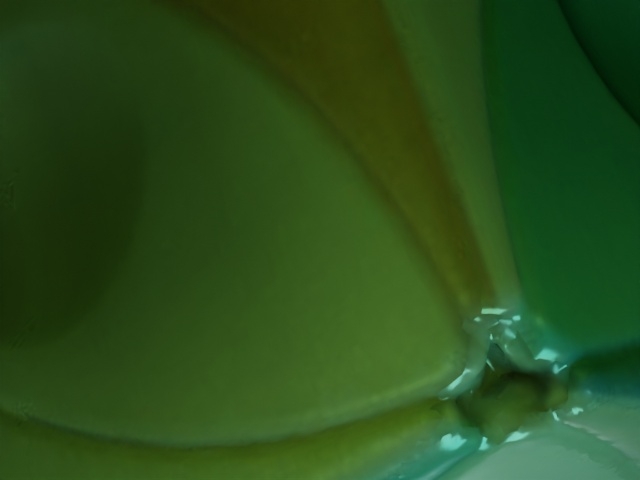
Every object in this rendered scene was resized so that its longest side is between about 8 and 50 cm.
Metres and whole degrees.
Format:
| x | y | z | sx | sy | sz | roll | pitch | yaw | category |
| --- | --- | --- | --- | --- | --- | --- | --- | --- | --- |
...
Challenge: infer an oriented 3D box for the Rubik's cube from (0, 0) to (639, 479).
| x | y | z | sx | sy | sz | roll | pitch | yaw | category |
| --- | --- | --- | --- | --- | --- | --- | --- | --- | --- |
| 0.000 | 0.000 | 0.790 | 0.352 | 0.347 | 0.351 | -31 | 155 | 29 | Rubik's cube |
